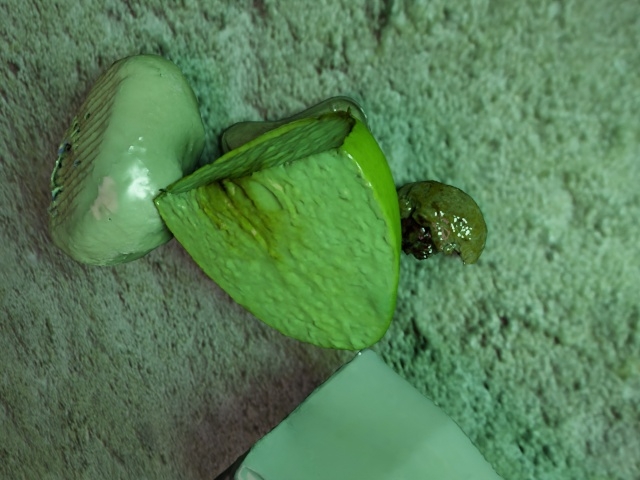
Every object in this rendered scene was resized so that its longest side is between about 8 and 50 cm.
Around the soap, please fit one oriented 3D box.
[{"bbox_3d":[0.091,0.357,0.763,0.435,0.213,0.350,48,154,12],"label":"soap"}]

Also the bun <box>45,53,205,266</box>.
[{"bbox_3d":[-0.236,-0.091,0.892,0.273,0.168,0.272,-30,52,48],"label":"bun"}]

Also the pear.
[{"bbox_3d":[-0.001,-0.001,0.749,0.288,0.139,0.239,-10,113,43],"label":"pear"}]

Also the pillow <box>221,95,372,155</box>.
[{"bbox_3d":[-0.025,-0.088,0.830,0.218,0.033,0.130,-7,109,38],"label":"pillow"}]

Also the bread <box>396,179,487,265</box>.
[{"bbox_3d":[0.113,-0.019,0.739,0.113,0.060,0.082,8,116,36],"label":"bread"}]
